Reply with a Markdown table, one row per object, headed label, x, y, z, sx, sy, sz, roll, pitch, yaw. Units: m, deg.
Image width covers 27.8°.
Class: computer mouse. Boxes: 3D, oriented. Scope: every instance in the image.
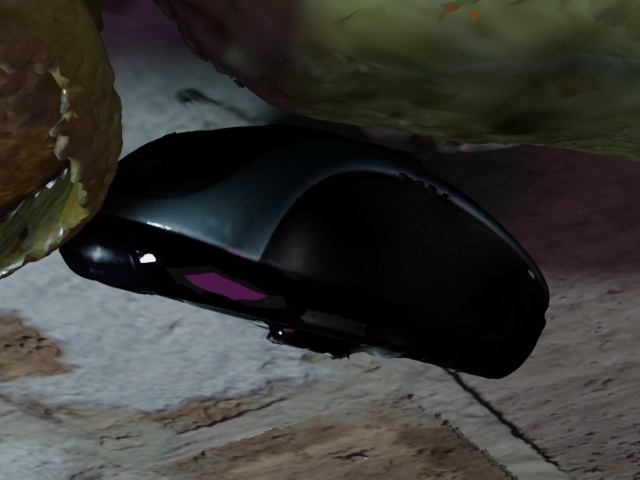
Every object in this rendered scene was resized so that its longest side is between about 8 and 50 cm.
| label | x | y | z | sx | sy | sz | roll | pitch | yaw |
| --- | --- | --- | --- | --- | --- | --- | --- | --- | --- |
| computer mouse | 0.000 | 0.000 | 0.584 | 0.233 | 0.096 | 0.137 | 15 | -179 | -37 |

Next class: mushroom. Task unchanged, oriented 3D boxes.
| label | x | y | z | sx | sy | sz | roll | pitch | yaw |
| --- | --- | --- | --- | --- | --- | --- | --- | --- | --- |
| mushroom | 0.104 | -0.082 | 0.450 | 0.344 | 0.130 | 0.247 | 17 | 141 | -21 |

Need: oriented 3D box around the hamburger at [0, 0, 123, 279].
| label | x | y | z | sx | sy | sz | roll | pitch | yaw |
| --- | --- | --- | --- | --- | --- | --- | --- | --- | --- |
| hamburger | -0.209 | -0.069 | 0.375 | 0.276 | 0.195 | 0.318 | -27 | 154 | 1 |
